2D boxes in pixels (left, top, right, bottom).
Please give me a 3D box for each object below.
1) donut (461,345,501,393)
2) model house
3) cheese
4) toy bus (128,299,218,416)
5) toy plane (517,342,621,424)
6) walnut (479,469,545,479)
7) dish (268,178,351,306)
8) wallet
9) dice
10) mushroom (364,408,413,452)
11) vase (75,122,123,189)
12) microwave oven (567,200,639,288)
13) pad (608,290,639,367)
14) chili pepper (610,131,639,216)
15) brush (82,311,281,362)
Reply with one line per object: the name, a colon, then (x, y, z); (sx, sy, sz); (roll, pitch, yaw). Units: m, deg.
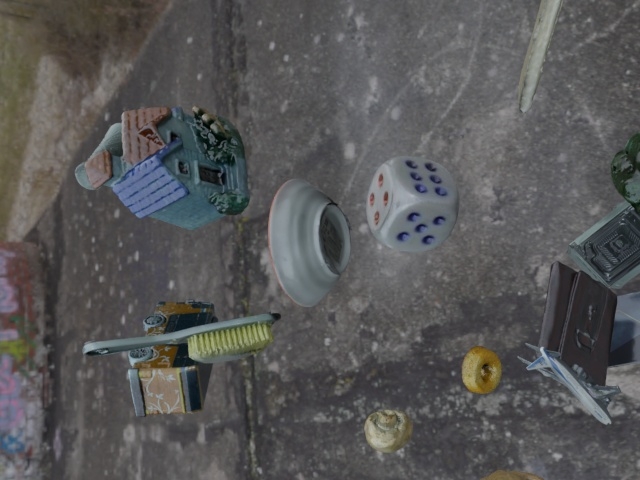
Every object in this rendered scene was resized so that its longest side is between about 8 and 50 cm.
donut: (0.492, 0.395, 1.876); (0.058, 0.152, 0.152); (7, 94, 53)
model house: (-0.378, -0.202, 1.476); (0.251, 0.329, 0.295); (-22, 66, 38)
cheese: (0.366, -0.378, 0.980); (0.400, 0.034, 0.085); (88, -159, -52)
toy bus: (-0.324, 0.256, 1.402); (0.275, 0.167, 0.138); (-94, 2, -64)
toy plane: (0.443, 0.249, 1.072); (0.058, 0.226, 0.226); (-59, 21, -11)
walnut: (0.349, 0.509, 1.057); (0.245, 0.198, 0.198); (-104, 31, -53)
dish: (0.000, 0.000, 1.234); (0.085, 0.260, 0.260); (-6, 82, 28)
wallet: (0.540, 0.178, 1.296); (0.049, 0.182, 0.229); (-36, 29, 61)
dice: (0.237, -0.095, 1.614); (0.193, 0.194, 0.192); (-98, 20, -45)
mushroom: (0.196, 0.545, 1.783); (0.148, 0.148, 0.112); (20, 114, 59)
vase: (-0.556, -0.217, 1.617); (0.219, 0.096, 0.096); (-74, 9, -52)
microwave oven: (0.744, 0.010, 1.533); (0.208, 0.122, 0.162); (-39, 68, 7)
pad: (0.734, 0.192, 1.404); (0.243, 0.004, 0.164); (-19, 58, 29)
chili pepper: (0.718, -0.150, 1.325); (0.165, 0.174, 0.261); (-61, -1, 36)
brush: (-0.198, 0.161, 0.929); (0.068, 0.297, 0.060); (121, 139, -63)
